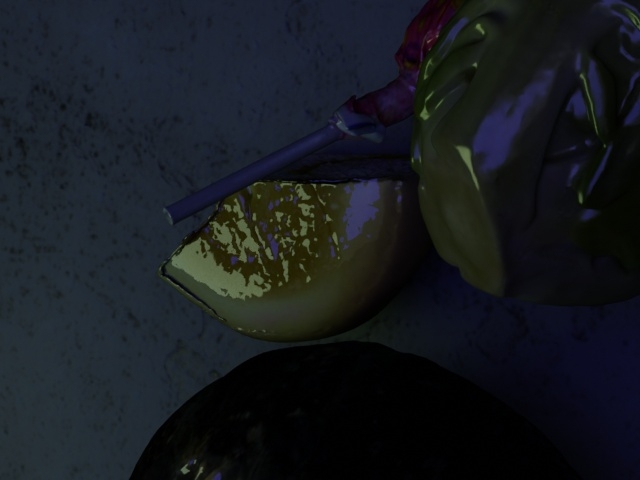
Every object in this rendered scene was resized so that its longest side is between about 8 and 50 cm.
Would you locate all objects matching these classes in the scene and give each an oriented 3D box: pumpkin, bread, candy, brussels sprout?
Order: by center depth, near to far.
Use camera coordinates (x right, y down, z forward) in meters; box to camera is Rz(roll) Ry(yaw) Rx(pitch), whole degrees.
[{"bbox_3d":[0.226,-0.100,1.415,0.328,0.247,0.328,-2,97,-18],"label":"brussels sprout"},{"bbox_3d":[0.034,0.304,1.476,0.454,0.344,0.454,12,111,35],"label":"pumpkin"},{"bbox_3d":[0.027,-0.102,1.516,0.365,0.124,0.124,-27,76,-20],"label":"candy"},{"bbox_3d":[-0.010,0.008,1.610,0.260,0.158,0.156,0,100,24],"label":"bread"}]
